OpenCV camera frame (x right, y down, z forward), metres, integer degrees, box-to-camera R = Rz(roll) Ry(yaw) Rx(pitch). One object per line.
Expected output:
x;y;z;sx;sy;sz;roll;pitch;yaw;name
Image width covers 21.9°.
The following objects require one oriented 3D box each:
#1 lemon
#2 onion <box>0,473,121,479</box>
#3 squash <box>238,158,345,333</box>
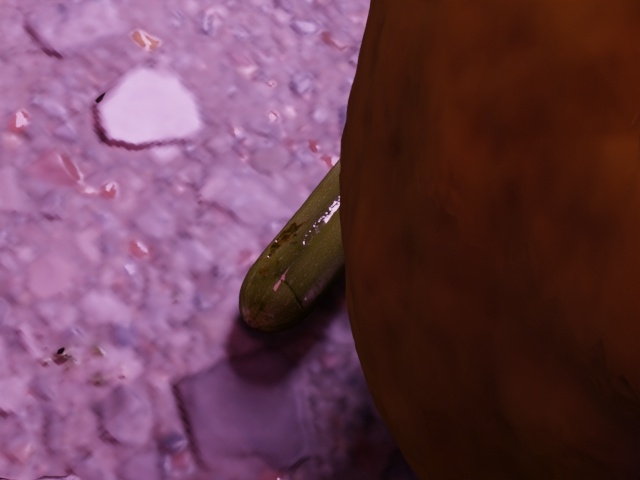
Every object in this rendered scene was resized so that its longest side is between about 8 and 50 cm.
0.169;-0.024;0.440;0.350;0.350;0.387;42;44;8;lemon
-0.097;0.160;0.335;0.252;0.252;0.219;-10;19;-30;onion
0.000;0.000;0.563;0.027;0.027;0.083;36;55;4;squash
